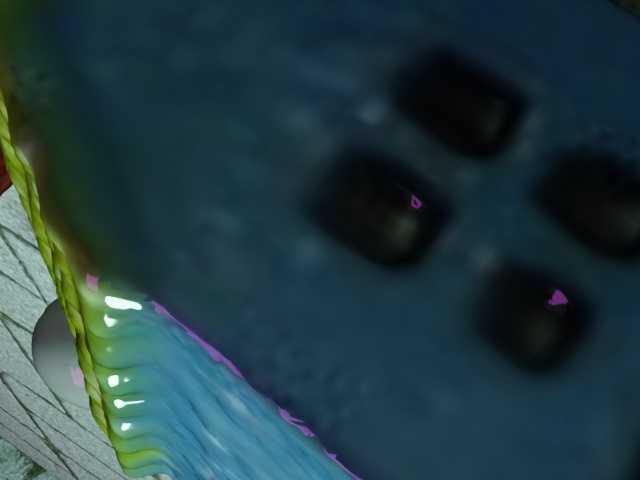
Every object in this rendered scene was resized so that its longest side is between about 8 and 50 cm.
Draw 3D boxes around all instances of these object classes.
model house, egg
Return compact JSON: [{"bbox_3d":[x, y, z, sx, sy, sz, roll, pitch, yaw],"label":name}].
[{"bbox_3d":[0.000,0.000,0.465,0.303,0.215,0.237,41,159,11],"label":"model house"},{"bbox_3d":[-0.187,0.093,1.072,0.135,0.103,0.103,14,148,44],"label":"egg"}]

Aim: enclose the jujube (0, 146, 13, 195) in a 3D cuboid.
[{"bbox_3d":[-0.258,-0.049,0.751,0.155,0.230,0.155,20,164,6],"label":"jujube"}]
